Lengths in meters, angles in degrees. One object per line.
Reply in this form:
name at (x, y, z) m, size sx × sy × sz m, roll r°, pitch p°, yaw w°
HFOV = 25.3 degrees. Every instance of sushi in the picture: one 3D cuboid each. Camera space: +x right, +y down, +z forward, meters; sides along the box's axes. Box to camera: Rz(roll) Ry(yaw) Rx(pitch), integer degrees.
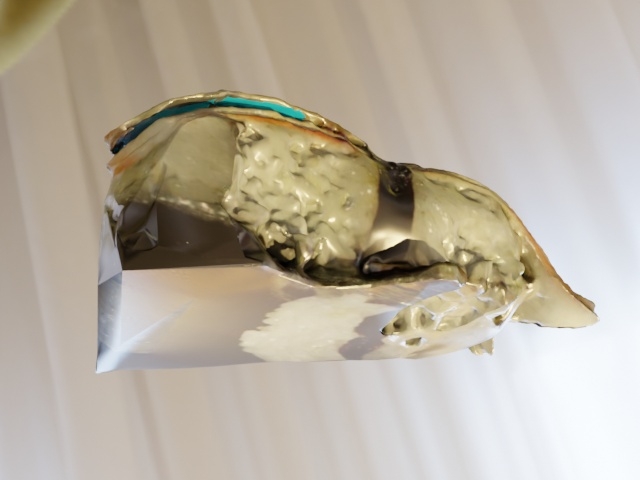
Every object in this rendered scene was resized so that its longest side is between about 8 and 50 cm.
sushi at (0.015, -0.007, 0.721) m, size 0.273 × 0.109 × 0.134 m, roll 0°, pitch 157°, yaw -19°
